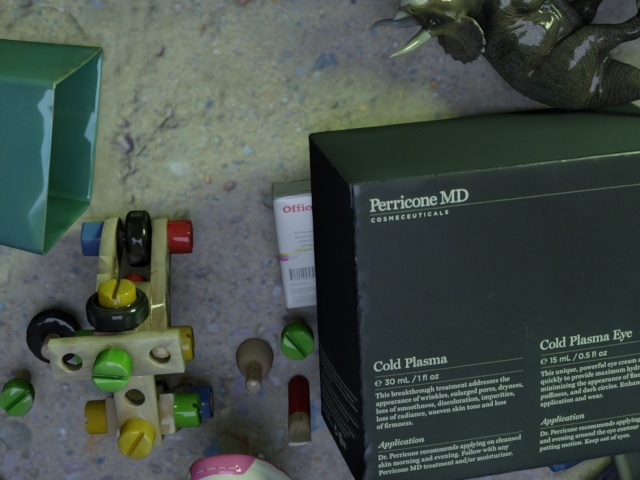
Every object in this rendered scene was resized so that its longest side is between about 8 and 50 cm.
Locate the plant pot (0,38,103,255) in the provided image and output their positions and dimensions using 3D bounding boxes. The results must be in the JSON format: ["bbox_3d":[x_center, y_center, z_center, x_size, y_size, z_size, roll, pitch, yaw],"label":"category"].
[{"bbox_3d":[-0.347,-0.107,1.332,0.234,0.165,0.166,10,110,3],"label":"plant pot"}]

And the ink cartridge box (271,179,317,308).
[{"bbox_3d":[0.000,0.000,1.435,0.088,0.052,0.122,-7,112,-1],"label":"ink cartridge box"}]

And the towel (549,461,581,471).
[{"bbox_3d":[0.292,0.205,1.531,0.119,0.029,0.067,-32,109,9],"label":"towel"}]

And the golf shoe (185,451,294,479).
[{"bbox_3d":[-0.070,0.331,1.450,0.115,0.140,0.306,-7,141,7],"label":"golf shoe"}]

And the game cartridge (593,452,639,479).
[{"bbox_3d":[0.405,0.201,1.398,0.068,0.230,0.355,36,108,-8],"label":"game cartridge"}]

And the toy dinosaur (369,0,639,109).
[{"bbox_3d":[0.219,-0.200,1.353,0.313,0.121,0.160,28,119,-16],"label":"toy dinosaur"}]

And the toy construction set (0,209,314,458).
[{"bbox_3d":[-0.146,0.134,1.382,0.308,0.237,0.257,19,108,-9],"label":"toy construction set"}]

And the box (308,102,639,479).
[{"bbox_3d":[0.177,0.047,1.363,0.343,0.179,0.313,-6,111,-11],"label":"box"}]
